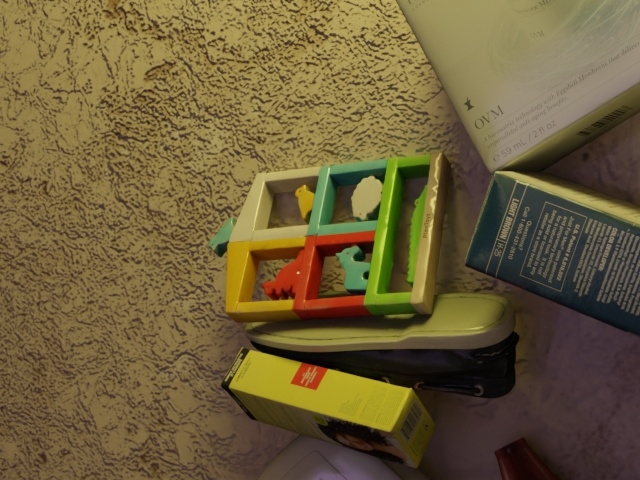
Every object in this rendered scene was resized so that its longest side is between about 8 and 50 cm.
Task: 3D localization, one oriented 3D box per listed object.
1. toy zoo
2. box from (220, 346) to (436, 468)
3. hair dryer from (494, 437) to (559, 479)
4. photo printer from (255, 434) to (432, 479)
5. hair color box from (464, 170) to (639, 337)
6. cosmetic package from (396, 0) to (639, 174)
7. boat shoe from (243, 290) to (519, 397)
[{"bbox_3d":[0.000,0.000,1.318,0.293,0.030,0.192,-5,59,28],"label":"toy zoo"},{"bbox_3d":[0.006,0.182,1.262,0.232,0.087,0.058,10,58,37],"label":"box"},{"bbox_3d":[0.315,0.296,1.209,0.293,0.080,0.224,23,87,20],"label":"hair dryer"},{"bbox_3d":[0.045,0.368,1.300,0.307,0.107,0.256,40,96,21],"label":"photo printer"},{"bbox_3d":[0.335,0.036,1.113,0.347,0.174,0.105,23,103,25],"label":"hair color box"},{"bbox_3d":[0.235,-0.217,1.177,0.224,0.138,0.225,-33,76,25],"label":"cosmetic package"},{"bbox_3d":[0.067,0.128,1.295,0.340,0.127,0.113,-5,115,28],"label":"boat shoe"}]
